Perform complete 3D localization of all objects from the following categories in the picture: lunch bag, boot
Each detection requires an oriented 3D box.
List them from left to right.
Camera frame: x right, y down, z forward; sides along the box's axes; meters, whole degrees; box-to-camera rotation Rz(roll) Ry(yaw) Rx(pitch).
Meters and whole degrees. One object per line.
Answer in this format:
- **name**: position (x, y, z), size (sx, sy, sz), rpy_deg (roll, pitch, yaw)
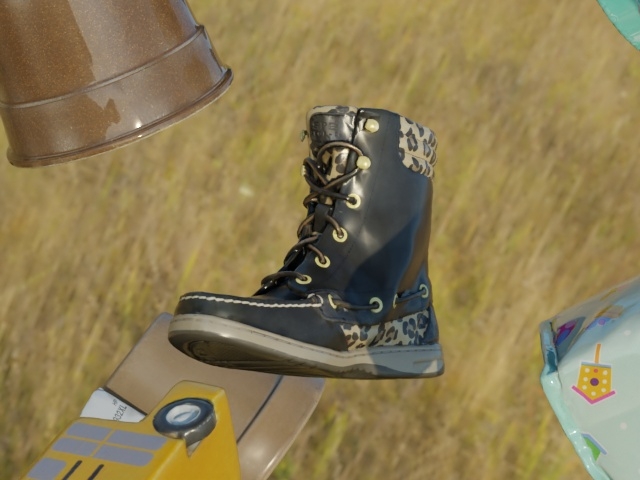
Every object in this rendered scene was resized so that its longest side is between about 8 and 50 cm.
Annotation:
- **boot**: position (0.000, 0.000, 1.586), size (0.377, 0.284, 0.138), rpy_deg (10, -10, -44)
- **lunch bag**: position (0.300, 0.091, 1.227), size (0.160, 0.223, 0.262), rpy_deg (63, 12, -3)

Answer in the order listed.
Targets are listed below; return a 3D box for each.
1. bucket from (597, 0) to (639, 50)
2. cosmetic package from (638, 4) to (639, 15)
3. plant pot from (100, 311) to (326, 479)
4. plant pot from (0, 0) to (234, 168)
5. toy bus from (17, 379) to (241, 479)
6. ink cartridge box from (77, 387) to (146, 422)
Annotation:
- **bucket**: position (0.447, -0.375, 1.894), size (0.281, 0.183, 0.281), rpy_deg (35, 41, -37)
- **cosmetic package**: position (0.425, -0.271, 1.133), size (0.156, 0.217, 0.385), rpy_deg (41, 47, 6)
- **plant pot**: position (-0.156, 0.213, 1.950), size (0.229, 0.263, 0.263), rpy_deg (38, 17, -3)
- **plant pot**: position (-0.164, -0.157, 1.016), size (0.167, 0.165, 0.167), rpy_deg (-18, 20, 7)
- **toy bus**: position (-0.182, 0.238, 1.162), size (0.130, 0.108, 0.332), rpy_deg (4, 32, 24)
- **ink cartridge box**: position (-0.307, 0.362, 1.779), size (0.129, 0.307, 0.223), rpy_deg (32, 24, -6)
